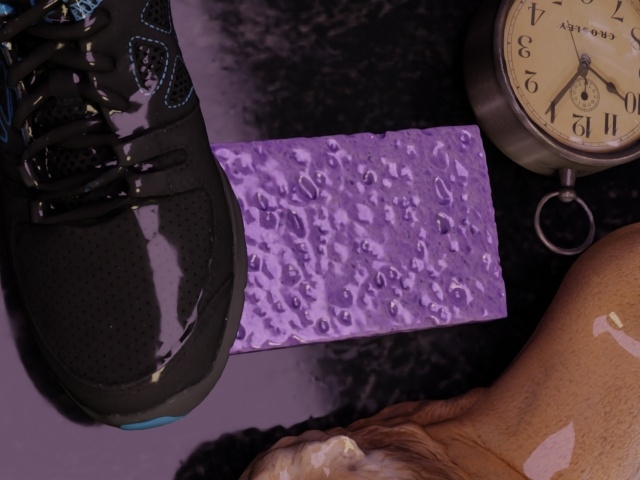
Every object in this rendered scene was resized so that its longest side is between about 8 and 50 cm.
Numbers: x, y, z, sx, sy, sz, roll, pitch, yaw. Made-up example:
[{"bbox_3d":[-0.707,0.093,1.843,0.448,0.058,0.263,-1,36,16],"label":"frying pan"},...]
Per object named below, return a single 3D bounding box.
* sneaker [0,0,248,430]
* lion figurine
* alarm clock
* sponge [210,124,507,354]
[{"bbox_3d":[-0.123,-0.077,0.597,0.125,0.139,0.340,-12,80,10],"label":"sneaker"},{"bbox_3d":[0.141,0.102,0.678,0.240,0.142,0.392,44,66,1],"label":"lion figurine"},{"bbox_3d":[0.147,-0.084,0.739,0.129,0.064,0.192,10,75,-20],"label":"alarm clock"},{"bbox_3d":[0.000,0.000,0.698,0.210,0.031,0.117,-6,83,-18],"label":"sponge"}]
